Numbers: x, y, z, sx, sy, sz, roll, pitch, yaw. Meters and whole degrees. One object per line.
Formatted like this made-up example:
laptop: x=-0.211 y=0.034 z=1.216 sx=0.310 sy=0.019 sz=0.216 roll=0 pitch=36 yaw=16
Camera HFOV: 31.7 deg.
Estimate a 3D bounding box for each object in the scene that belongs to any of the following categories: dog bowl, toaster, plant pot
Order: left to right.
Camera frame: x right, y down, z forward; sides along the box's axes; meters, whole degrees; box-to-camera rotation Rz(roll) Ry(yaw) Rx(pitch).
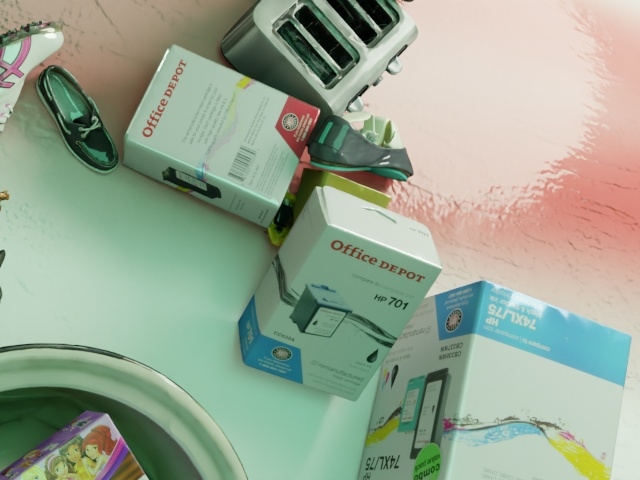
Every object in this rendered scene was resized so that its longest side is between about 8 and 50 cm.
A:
dog bowl: x=-0.263 y=0.293 z=0.988 sx=0.408 sy=0.150 sz=0.407 roll=3 pitch=84 yaw=-30
toaster: x=-0.004 y=-0.229 z=1.275 sx=0.185 sy=0.110 sz=0.168 roll=47 pitch=63 yaw=-8
plant pot: x=0.015 y=-0.025 z=1.219 sx=0.082 sy=0.081 sz=0.083 roll=20 pitch=90 yaw=-19

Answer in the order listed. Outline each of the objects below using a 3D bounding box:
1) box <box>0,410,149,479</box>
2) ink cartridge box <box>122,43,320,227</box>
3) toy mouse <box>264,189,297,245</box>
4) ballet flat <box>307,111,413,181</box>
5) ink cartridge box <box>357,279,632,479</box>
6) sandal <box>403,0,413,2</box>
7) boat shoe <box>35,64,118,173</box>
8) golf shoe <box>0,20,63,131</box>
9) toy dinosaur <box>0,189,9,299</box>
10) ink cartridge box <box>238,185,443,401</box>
box: x=-0.241 y=0.299 z=0.880 sx=0.293 sy=0.057 sz=0.201 roll=-36 pitch=102 yaw=-27
ink cartridge box: x=-0.107 y=-0.111 z=1.203 sx=0.175 sy=0.072 sz=0.127 roll=24 pitch=69 yaw=-4
toy mouse: x=0.000 y=0.000 z=1.267 sx=0.143 sy=0.031 sz=0.161 roll=15 pitch=72 yaw=-21
ballet flat: x=0.055 y=-0.105 z=1.245 sx=0.203 sy=0.074 sz=0.074 roll=3 pitch=74 yaw=-61
ink cartridge box: x=0.179 y=0.212 z=1.208 sx=0.197 sy=0.198 sz=0.270 roll=21 pitch=70 yaw=-20
sandal: x=0.063 y=-0.371 z=1.330 sx=0.097 sy=0.054 sz=0.254 roll=26 pitch=41 yaw=-31
boat shoe: x=-0.251 y=-0.127 z=1.178 sx=0.046 sy=0.038 sz=0.125 roll=-33 pitch=93 yaw=-27
golf shoe: x=-0.333 y=-0.154 z=1.136 sx=0.186 sy=0.067 sz=0.086 roll=-36 pitch=109 yaw=-19
toy dinosaur: x=-0.369 y=0.075 z=0.968 sx=0.322 sy=0.218 sz=0.164 roll=-23 pitch=107 yaw=13
ink cartridge box: x=0.017 y=0.058 z=1.175 sx=0.140 sy=0.190 sz=0.082 roll=21 pitch=29 yaw=-19
